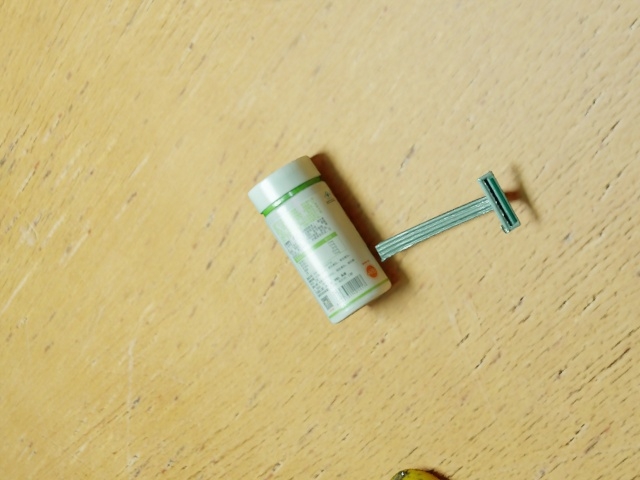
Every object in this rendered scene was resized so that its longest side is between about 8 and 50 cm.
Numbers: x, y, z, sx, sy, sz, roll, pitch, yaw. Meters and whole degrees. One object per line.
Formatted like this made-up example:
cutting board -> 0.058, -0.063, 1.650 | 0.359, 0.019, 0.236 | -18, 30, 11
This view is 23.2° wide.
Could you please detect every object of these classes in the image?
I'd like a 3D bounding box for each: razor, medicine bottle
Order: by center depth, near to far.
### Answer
razor -> 0.136, -0.019, 1.714 | 0.191, 0.037, 0.068 | -25, 97, 44
medicine bottle -> 0.000, 0.000, 1.796 | 0.086, 0.086, 0.183 | -36, 85, 42

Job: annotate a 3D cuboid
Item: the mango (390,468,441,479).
mango -> 0.128, 0.321, 1.853 | 0.114, 0.057, 0.079 | 46, 123, 9
